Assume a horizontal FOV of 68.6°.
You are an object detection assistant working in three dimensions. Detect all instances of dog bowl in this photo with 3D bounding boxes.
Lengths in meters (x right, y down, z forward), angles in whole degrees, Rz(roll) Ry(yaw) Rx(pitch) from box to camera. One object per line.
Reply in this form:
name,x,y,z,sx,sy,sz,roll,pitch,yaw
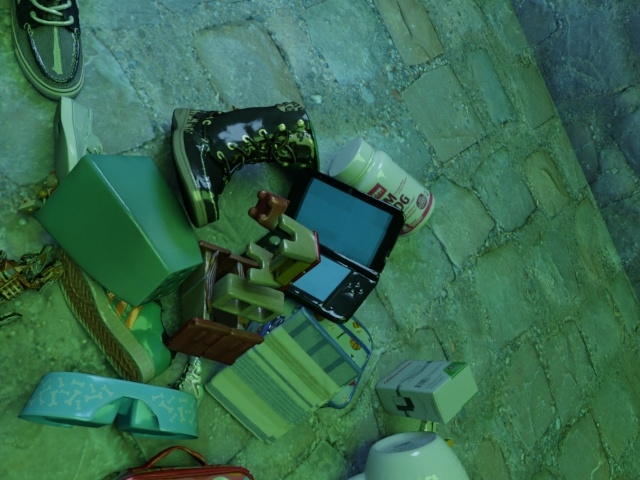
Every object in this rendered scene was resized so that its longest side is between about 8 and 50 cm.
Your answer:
dog bowl,-0.355,0.296,0.828,0.297,0.166,0.074,21,57,-29

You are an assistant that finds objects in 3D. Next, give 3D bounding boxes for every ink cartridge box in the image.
ink cartridge box,0.270,0.382,1.208,0.153,0.208,0.087,-25,95,-36

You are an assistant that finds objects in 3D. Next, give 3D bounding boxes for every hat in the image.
hat,-0.113,-0.221,1.184,0.183,0.173,0.209,-8,45,-11

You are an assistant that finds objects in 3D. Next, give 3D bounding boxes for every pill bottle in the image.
pill bottle,0.171,-0.148,1.311,0.283,0.160,0.161,35,60,-22

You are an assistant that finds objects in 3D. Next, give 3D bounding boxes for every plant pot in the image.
plant pot,-0.340,-0.010,0.846,0.234,0.165,0.165,52,20,5

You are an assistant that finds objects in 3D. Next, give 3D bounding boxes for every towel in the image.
towel,-0.077,0.291,0.987,0.209,0.285,0.034,47,11,-15

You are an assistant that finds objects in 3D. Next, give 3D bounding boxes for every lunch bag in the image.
lunch bag,-0.264,0.518,0.861,0.293,0.120,0.259,13,66,-33
lunch bag,-0.021,0.230,1.108,0.303,0.115,0.243,46,54,-17

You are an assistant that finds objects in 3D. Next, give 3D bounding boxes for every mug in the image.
mug,0.185,0.638,1.067,0.373,0.276,0.328,-12,80,-5

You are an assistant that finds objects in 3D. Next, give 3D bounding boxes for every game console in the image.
game console,0.000,0.000,1.054,0.293,0.174,0.250,27,42,19

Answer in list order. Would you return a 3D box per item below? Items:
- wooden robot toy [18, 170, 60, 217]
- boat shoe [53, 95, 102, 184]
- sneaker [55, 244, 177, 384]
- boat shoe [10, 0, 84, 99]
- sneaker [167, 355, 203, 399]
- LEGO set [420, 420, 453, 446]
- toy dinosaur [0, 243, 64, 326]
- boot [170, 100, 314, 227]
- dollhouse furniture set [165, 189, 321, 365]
wooden robot toy,-0.490,-0.104,0.898,0.173,0.076,0.079,-18,77,-37
boat shoe,-0.459,-0.188,0.899,0.081,0.079,0.228,9,47,-40
sneaker,-0.383,0.125,0.897,0.302,0.108,0.121,59,36,-2
boat shoe,-0.532,-0.460,0.906,0.127,0.158,0.341,-14,85,-36
sneaker,-0.279,0.280,0.957,0.069,0.038,0.098,-3,79,-36
LEGO set,0.290,0.581,1.243,0.093,0.087,0.227,26,63,-27
toy dinosaur,-0.595,0.059,0.737,0.322,0.164,0.219,-29,110,-53
boot,-0.152,-0.179,0.963,0.283,0.377,0.138,-9,127,-12
dollhouse furniture set,-0.128,0.060,0.876,0.152,0.374,0.201,26,40,-35
